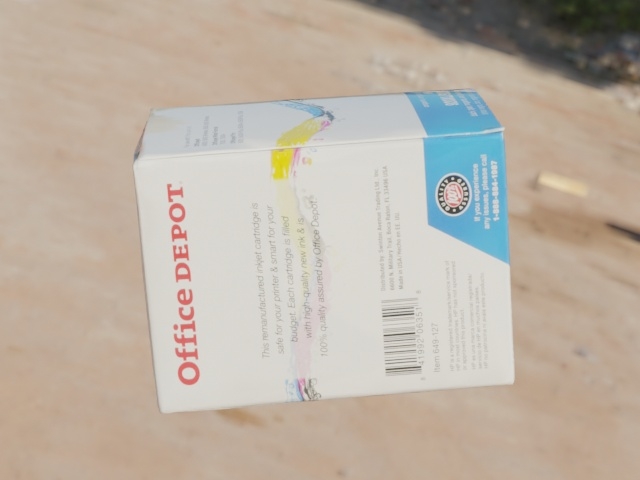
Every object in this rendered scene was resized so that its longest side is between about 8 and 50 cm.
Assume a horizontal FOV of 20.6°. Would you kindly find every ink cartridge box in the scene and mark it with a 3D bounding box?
[{"bbox_3d":[0.000,0.000,1.169,0.233,0.171,0.168,-4,15,-2],"label":"ink cartridge box"}]
